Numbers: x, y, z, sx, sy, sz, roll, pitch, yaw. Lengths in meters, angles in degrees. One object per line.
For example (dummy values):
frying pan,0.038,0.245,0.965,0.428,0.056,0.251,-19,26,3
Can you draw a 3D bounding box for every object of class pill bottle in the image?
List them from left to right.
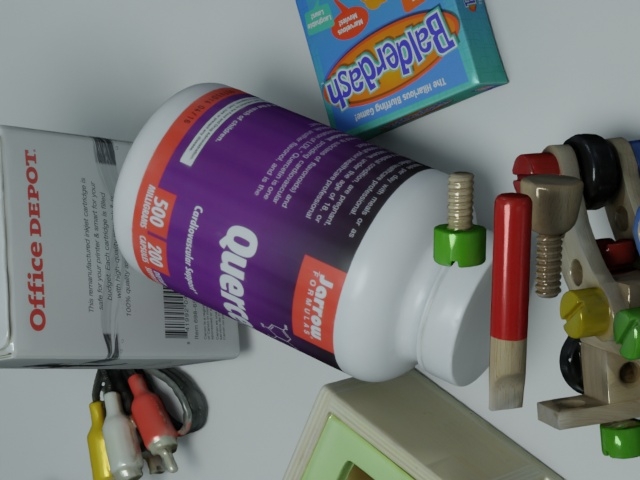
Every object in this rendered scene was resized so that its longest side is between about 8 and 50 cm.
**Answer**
pill bottle,0.000,0.000,1.296,0.323,0.181,0.181,24,109,26

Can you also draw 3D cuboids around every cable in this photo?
cable,-0.210,0.120,1.564,0.139,0.072,0.287,-36,72,30

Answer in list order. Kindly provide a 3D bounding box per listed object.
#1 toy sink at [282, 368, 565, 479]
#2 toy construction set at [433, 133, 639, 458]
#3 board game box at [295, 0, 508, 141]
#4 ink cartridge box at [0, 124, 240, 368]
toy sink,0.090,0.234,1.295,0.234,0.131,0.153,36,116,30
toy construction set,0.208,0.062,1.092,0.257,0.309,0.237,14,108,45
board game box,0.056,-0.205,1.331,0.160,0.047,0.210,-21,83,38
ink cartridge box,-0.210,0.014,1.408,0.114,0.273,0.197,-12,79,39
